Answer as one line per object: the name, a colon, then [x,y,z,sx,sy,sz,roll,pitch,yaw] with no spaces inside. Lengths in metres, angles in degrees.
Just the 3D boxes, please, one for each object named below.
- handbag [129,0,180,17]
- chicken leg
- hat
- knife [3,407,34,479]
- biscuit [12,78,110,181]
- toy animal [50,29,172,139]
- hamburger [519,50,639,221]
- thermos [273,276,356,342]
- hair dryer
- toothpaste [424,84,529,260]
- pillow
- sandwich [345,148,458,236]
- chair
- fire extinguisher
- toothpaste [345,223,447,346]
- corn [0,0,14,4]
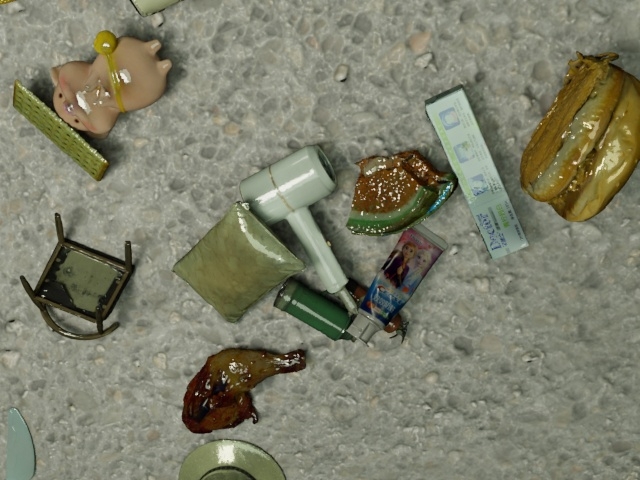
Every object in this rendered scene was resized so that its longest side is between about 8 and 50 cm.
handbag: [-0.194,-0.564,1.411,0.358,0.160,0.237,-17,112,12]
chicken leg: [-0.180,0.320,1.753,0.177,0.083,0.322,34,110,-15]
hat: [-0.210,0.588,1.813,0.257,0.130,0.257,2,109,6]
knife: [-0.715,0.547,1.900,0.080,0.044,0.332,14,106,1]
biscuit: [-0.512,-0.210,1.582,0.231,0.139,0.016,43,66,-9]
toy animal: [-0.396,-0.299,1.527,0.248,0.149,0.165,-22,97,19]
hamburger: [0.464,-0.181,1.402,0.158,0.319,0.319,21,109,0]
thermos: [-0.001,0.149,1.680,0.187,0.083,0.073,32,130,-7]
hair dryer: [0.000,0.000,1.599,0.173,0.107,0.357,-26,102,16]
toothpaste: [0.300,-0.128,1.555,0.081,0.067,0.337,-23,105,12]
pillow: [-0.167,0.052,1.607,0.185,0.075,0.302,43,135,-7]
sandwich: [0.148,-0.088,1.549,0.235,0.079,0.159,-6,100,29]
chair: [-0.495,0.087,1.665,0.188,0.166,0.272,22,152,-3]
fire extinguisher: [0.114,0.149,1.675,0.177,0.050,0.062,38,121,-6]
toothpaste: [0.147,0.087,1.611,0.096,0.061,0.266,36,82,-8]
corn: [-0.583,-0.476,1.539,0.092,0.037,0.037,-15,106,11]
